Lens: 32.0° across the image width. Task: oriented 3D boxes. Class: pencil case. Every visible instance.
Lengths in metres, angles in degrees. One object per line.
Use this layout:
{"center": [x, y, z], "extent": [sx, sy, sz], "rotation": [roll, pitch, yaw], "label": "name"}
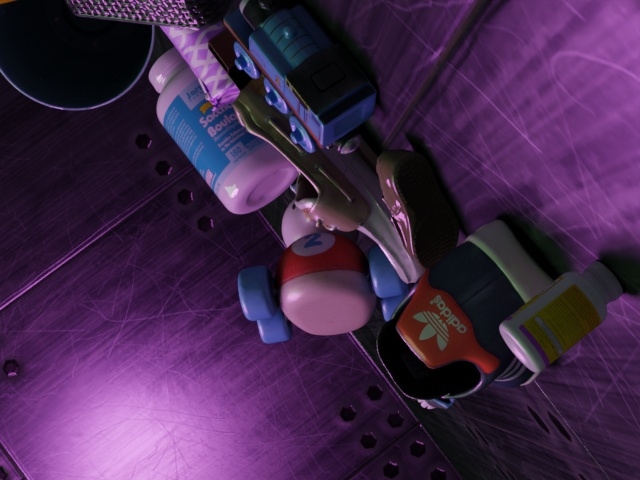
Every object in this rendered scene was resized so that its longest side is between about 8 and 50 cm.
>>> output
{"center": [-0.169, -0.277, 1.539], "extent": [0.206, 0.088, 0.086], "rotation": [53, 173, 7], "label": "pencil case"}

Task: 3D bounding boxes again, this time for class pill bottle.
{"center": [-0.155, -0.180, 1.723], "extent": [0.264, 0.146, 0.146], "rotation": [51, 174, 15], "label": "pill bottle"}
{"center": [0.169, 0.051, 0.775], "extent": [0.043, 0.083, 0.043], "rotation": [52, 175, 7], "label": "pill bottle"}

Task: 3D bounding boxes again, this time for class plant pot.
{"center": [-0.434, -0.405, 2.016], "extent": [0.293, 0.293, 0.235], "rotation": [55, -170, -18], "label": "plant pot"}

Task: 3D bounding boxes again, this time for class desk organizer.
{"center": [-0.087, -0.214, 1.428], "extent": [0.130, 0.050, 0.047], "rotation": [53, 175, -2], "label": "desk organizer"}

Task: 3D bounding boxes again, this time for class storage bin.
{"center": [-0.151, -0.263, 0.976], "extent": [0.180, 0.122, 0.084], "rotation": [13, 152, 31], "label": "storage bin"}

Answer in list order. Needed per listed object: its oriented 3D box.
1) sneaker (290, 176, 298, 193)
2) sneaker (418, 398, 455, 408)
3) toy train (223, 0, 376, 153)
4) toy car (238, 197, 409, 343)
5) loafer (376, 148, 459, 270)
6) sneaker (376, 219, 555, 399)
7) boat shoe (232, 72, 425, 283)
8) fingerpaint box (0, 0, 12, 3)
{"center": [-0.015, -0.068, 1.820], "extent": [0.098, 0.038, 0.069], "rotation": [51, 174, 23], "label": "sneaker"}
{"center": [0.193, 0.246, 2.033], "extent": [0.166, 0.065, 0.076], "rotation": [52, 159, -25], "label": "sneaker"}
{"center": [-0.020, -0.166, 1.063], "extent": [0.184, 0.080, 0.105], "rotation": [54, 166, 15], "label": "toy train"}
{"center": [0.000, 0.000, 1.574], "extent": [0.210, 0.219, 0.238], "rotation": [66, -165, -66], "label": "toy car"}
{"center": [0.092, -0.034, 1.069], "extent": [0.050, 0.056, 0.148], "rotation": [48, 163, 48], "label": "loafer"}
{"center": [0.128, 0.093, 1.051], "extent": [0.131, 0.148, 0.350], "rotation": [51, 174, 21], "label": "sneaker"}
{"center": [0.018, -0.064, 1.217], "extent": [0.302, 0.103, 0.113], "rotation": [55, 175, -17], "label": "boat shoe"}
{"center": [-0.464, -0.349, 1.238], "extent": [0.371, 0.444, 0.163], "rotation": [-55, -47, -83], "label": "fingerpaint box"}
